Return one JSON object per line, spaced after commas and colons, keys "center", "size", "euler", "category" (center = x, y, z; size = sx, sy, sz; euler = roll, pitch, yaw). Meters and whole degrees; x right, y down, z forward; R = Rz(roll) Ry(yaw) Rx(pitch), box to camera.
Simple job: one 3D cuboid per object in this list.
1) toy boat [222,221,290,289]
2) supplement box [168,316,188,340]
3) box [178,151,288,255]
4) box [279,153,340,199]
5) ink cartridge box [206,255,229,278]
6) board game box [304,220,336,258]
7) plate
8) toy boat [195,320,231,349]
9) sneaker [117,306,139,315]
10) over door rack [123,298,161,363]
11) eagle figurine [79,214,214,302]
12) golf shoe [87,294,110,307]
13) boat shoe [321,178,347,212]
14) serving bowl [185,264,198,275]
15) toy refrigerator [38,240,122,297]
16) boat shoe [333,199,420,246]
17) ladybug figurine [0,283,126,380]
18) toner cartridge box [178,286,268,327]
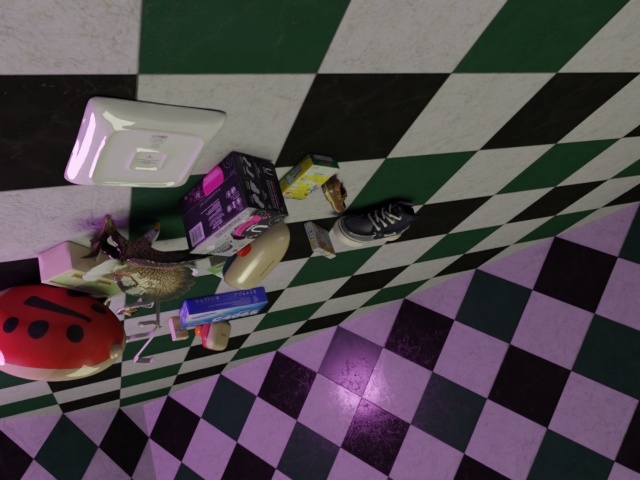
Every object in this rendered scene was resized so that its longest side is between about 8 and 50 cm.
{"center": [-0.229, 0.016, 1.618], "size": [0.267, 0.148, 0.318], "euler": [-47, 159, -2], "category": "toy boat"}
{"center": [-0.620, 0.384, 2.282], "size": [0.062, 0.098, 0.036], "euler": [-2, 154, -40], "category": "supplement box"}
{"center": [-0.223, -0.081, 1.331], "size": [0.247, 0.163, 0.142], "euler": [-33, 154, 35], "category": "box"}
{"center": [-0.043, -0.169, 1.443], "size": [0.105, 0.043, 0.179], "euler": [1, 150, -44], "category": "box"}
{"center": [-0.314, 0.080, 1.818], "size": [0.109, 0.062, 0.209], "euler": [-22, 159, 8], "category": "ink cartridge box"}
{"center": [0.000, 0.000, 1.827], "size": [0.026, 0.103, 0.154], "euler": [-25, 159, 17], "category": "board game box"}
{"center": [-0.369, -0.185, 1.108], "size": [0.277, 0.045, 0.278], "euler": [-2, 153, -37], "category": "plate"}
{"center": [-0.529, 0.442, 2.506], "size": [0.151, 0.151, 0.231], "euler": [8, 165, 15], "category": "toy boat"}
{"center": [-0.730, 0.271, 1.985], "size": [0.083, 0.035, 0.031], "euler": [-17, 159, -4], "category": "sneaker"}
{"center": [-0.581, 0.236, 1.691], "size": [0.108, 0.239, 0.324], "euler": [5, 146, -21], "category": "over door rack"}
{"center": [-0.457, 0.051, 1.396], "size": [0.225, 0.298, 0.226], "euler": [-58, -165, -1], "category": "eagle figurine"}
{"center": [-0.812, 0.229, 1.693], "size": [0.120, 0.105, 0.273], "euler": [-43, 168, 35], "category": "golf shoe"}
{"center": [0.053, -0.135, 1.581], "size": [0.060, 0.064, 0.178], "euler": [-20, 157, 10], "category": "boat shoe"}
{"center": [-0.463, 0.103, 1.794], "size": [0.083, 0.027, 0.083], "euler": [-16, 159, -6], "category": "serving bowl"}
{"center": [-0.661, 0.094, 1.501], "size": [0.102, 0.094, 0.269], "euler": [-22, 159, 10], "category": "toy refrigerator"}
{"center": [0.202, -0.074, 1.818], "size": [0.340, 0.127, 0.158], "euler": [-9, 153, -47], "category": "boat shoe"}
{"center": [-0.765, 0.242, 1.484], "size": [0.449, 0.305, 0.162], "euler": [12, 124, 8], "category": "ladybug figurine"}
{"center": [-0.416, 0.287, 2.247], "size": [0.348, 0.075, 0.165], "euler": [-7, 156, -28], "category": "toner cartridge box"}
